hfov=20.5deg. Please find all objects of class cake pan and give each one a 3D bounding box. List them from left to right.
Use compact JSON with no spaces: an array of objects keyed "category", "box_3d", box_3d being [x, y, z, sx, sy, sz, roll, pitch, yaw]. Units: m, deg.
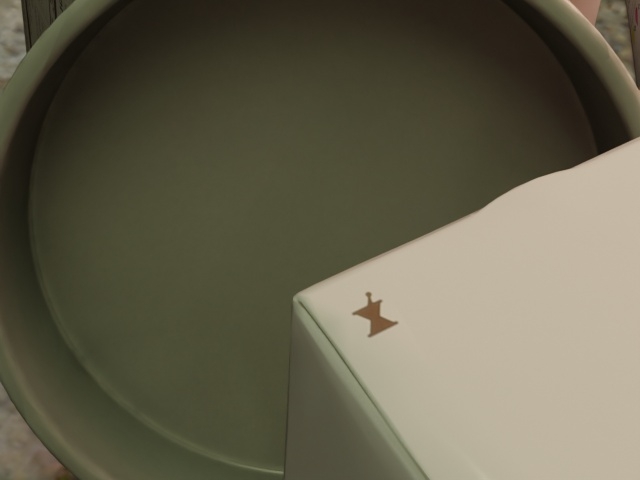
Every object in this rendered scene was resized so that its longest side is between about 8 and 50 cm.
[{"category":"cake pan","box_3d":[0.000,0.000,0.752,0.293,0.293,0.054,2,22,-2]}]

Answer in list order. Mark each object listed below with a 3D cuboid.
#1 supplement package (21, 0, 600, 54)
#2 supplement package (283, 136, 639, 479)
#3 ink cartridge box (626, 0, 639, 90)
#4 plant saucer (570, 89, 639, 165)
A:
[{"category":"supplement package","box_3d":[-0.006,-0.132,0.878,0.261,0.204,0.145,-18,56,-16]},{"category":"supplement package","box_3d":[0.100,0.129,0.627,0.177,0.293,0.175,-24,57,-19]},{"category":"ink cartridge box","box_3d":[0.237,-0.117,0.928,0.127,0.128,0.176,2,52,-2]},{"category":"plant saucer","box_3d":[0.195,-0.026,0.822,0.200,0.200,0.037,1,74,-3]}]
